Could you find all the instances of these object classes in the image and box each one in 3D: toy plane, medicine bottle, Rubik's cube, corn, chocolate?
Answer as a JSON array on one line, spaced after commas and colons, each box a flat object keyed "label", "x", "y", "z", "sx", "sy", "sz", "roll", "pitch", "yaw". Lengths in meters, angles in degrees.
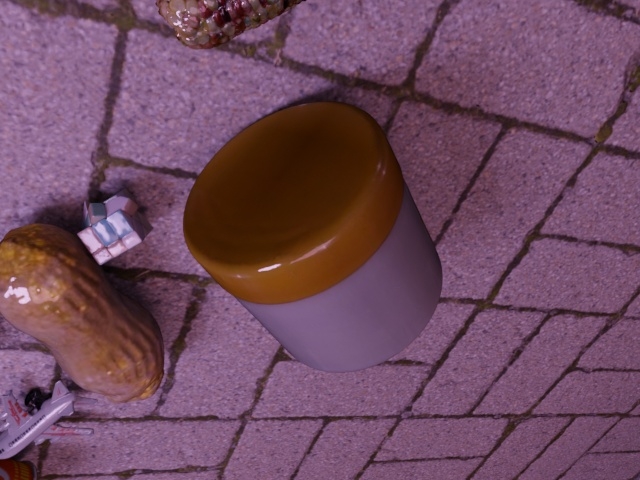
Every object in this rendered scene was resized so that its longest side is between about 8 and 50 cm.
[{"label": "toy plane", "x": -0.429, "y": 0.273, "z": 0.899, "sx": 0.171, "sy": 0.065, "sz": 0.162, "roll": -30, "pitch": 133, "yaw": 11}, {"label": "medicine bottle", "x": 0.000, "y": 0.000, "z": 0.694, "sx": 0.238, "sy": 0.238, "sz": 0.232, "roll": -28, "pitch": 135, "yaw": 6}, {"label": "Rubik's cube", "x": -0.246, "y": -0.022, "z": 0.702, "sx": 0.075, "sy": 0.084, "sz": 0.073, "roll": -35, "pitch": 107, "yaw": -10}, {"label": "corn", "x": -0.034, "y": -0.262, "z": 0.557, "sx": 0.253, "sy": 0.086, "sz": 0.086, "roll": -28, "pitch": 133, "yaw": 2}, {"label": "chocolate", "x": -0.294, "y": 0.098, "z": 0.750, "sx": 0.134, "sy": 0.134, "sz": 0.309, "roll": -23, "pitch": 132, "yaw": 1}]

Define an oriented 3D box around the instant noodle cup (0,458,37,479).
[{"label": "instant noodle cup", "x": -0.566, "y": 0.375, "z": 0.873, "sx": 0.193, "sy": 0.193, "sz": 0.212, "roll": -36, "pitch": 124, "yaw": 13}]
